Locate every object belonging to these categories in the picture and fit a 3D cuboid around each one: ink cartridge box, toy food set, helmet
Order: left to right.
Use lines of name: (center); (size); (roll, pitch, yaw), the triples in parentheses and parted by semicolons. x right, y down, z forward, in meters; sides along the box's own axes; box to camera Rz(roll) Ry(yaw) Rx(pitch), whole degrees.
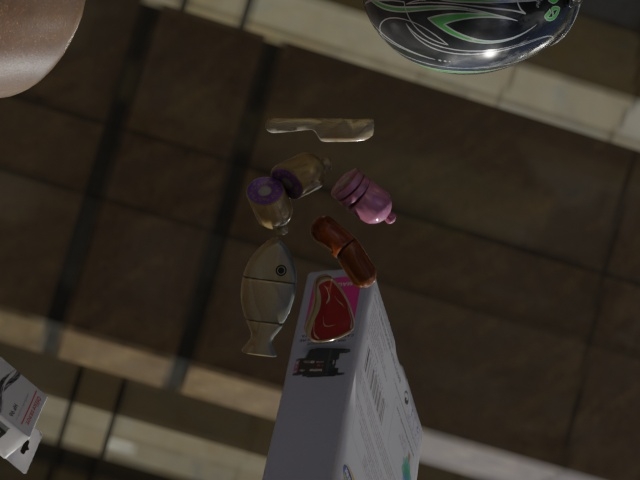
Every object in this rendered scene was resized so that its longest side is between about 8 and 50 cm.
ink cartridge box: (-0.207, 0.105, 1.162); (0.028, 0.083, 0.048); (-39, -162, 25)
toy food set: (0.000, 0.000, 0.909); (0.019, 0.078, 0.122); (-139, -130, -74)
ink cartridge box: (0.015, 0.189, 1.305); (0.311, 0.065, 0.186); (-81, 158, -49)
helmet: (0.120, -0.217, 1.524); (0.169, 0.161, 0.169); (17, -70, 54)

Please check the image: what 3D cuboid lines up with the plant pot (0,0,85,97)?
plant pot: (-0.200, -0.123, 0.787); (0.165, 0.167, 0.167); (-7, 120, -52)
